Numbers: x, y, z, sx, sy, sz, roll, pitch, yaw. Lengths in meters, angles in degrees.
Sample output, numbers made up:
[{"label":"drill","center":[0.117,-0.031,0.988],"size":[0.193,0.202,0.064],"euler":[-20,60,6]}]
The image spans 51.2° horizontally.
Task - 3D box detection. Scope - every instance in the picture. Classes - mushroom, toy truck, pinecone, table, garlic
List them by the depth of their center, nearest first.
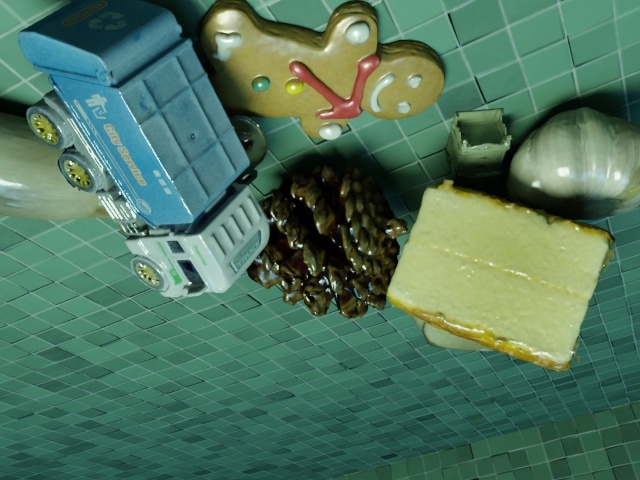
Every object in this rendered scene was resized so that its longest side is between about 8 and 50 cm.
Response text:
[{"label":"toy truck","center":[-0.196,-0.099,0.785],"size":[0.175,0.146,0.367],"euler":[2,131,39]},{"label":"mushroom","center":[-0.409,-0.098,0.852],"size":[0.407,0.138,0.154],"euler":[6,159,-23]},{"label":"table","center":[0.234,-0.143,0.993],"size":[0.079,0.062,0.083],"euler":[-6,146,-5]},{"label":"garlic","center":[0.388,-0.110,0.993],"size":[0.227,0.152,0.228],"euler":[-2,169,0]},{"label":"pinecone","center":[0.011,0.001,1.021],"size":[0.243,0.244,0.257],"euler":[19,168,-35]}]

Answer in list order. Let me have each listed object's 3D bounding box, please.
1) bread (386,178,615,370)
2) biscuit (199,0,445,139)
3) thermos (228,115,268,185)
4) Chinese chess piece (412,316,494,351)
[{"label":"bread","center":[0.271,0.061,1.011],"size":[0.279,0.207,0.279],"euler":[18,177,17]},{"label":"biscuit","center":[0.005,-0.208,0.862],"size":[0.339,0.047,0.216],"euler":[5,145,-18]},{"label":"thermos","center":[-0.138,-0.106,0.937],"size":[0.083,0.073,0.187],"euler":[-26,179,-31]},{"label":"Chinese chess piece","center":[0.339,0.096,1.305],"size":[0.338,0.141,0.338],"euler":[-4,146,-3]}]
